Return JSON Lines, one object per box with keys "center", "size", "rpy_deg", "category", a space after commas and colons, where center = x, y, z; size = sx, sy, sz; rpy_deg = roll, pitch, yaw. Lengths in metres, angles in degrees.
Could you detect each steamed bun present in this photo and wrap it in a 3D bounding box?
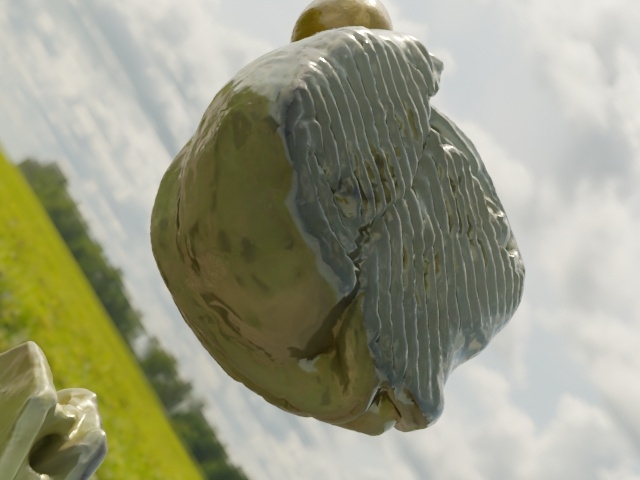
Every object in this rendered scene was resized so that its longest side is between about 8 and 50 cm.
{"center": [-0.005, -0.009, 1.344], "size": [0.310, 0.219, 0.324], "rpy_deg": [62, 34, -18], "category": "steamed bun"}

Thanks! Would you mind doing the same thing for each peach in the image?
{"center": [0.021, -0.148, 1.586], "size": [0.103, 0.179, 0.179], "rpy_deg": [10, -25, 15], "category": "peach"}

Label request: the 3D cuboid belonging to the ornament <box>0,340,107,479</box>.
{"center": [-0.171, 0.135, 0.658], "size": [0.059, 0.201, 0.180], "rpy_deg": [50, 1, -22], "category": "ornament"}
